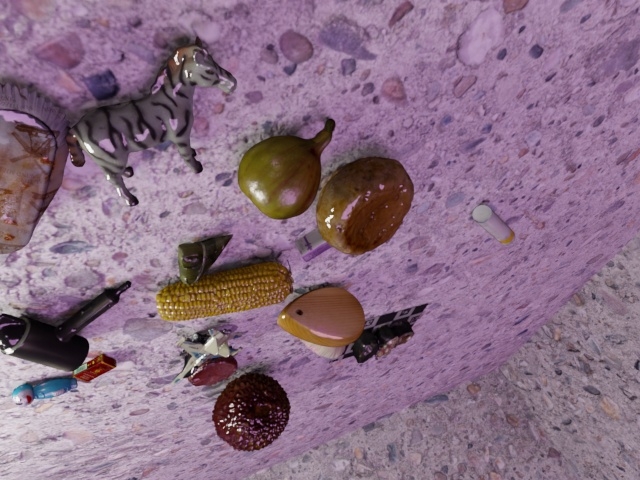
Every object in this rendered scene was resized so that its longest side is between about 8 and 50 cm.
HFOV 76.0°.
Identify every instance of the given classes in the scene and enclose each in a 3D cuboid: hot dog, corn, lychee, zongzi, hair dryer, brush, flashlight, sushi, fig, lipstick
[{"bbox_3d":[-0.436,-0.089,0.554,0.144,0.075,0.268,17,126,-41],"label":"hot dog"},{"bbox_3d":[-0.210,0.116,0.932,0.305,0.106,0.106,-9,140,-21],"label":"corn"},{"bbox_3d":[-0.243,0.571,1.367,0.271,0.271,0.271,-19,143,-15],"label":"lychee"},{"bbox_3d":[-0.241,0.041,0.868,0.119,0.055,0.109,-20,147,-31],"label":"zongzi"},{"bbox_3d":[-0.499,0.148,0.819,0.248,0.078,0.195,-39,144,-3],"label":"hair dryer"},{"bbox_3d":[-0.015,0.238,1.174,0.267,0.174,0.166,7,141,-29],"label":"brush"},{"bbox_3d":[-0.653,0.353,0.973,0.129,0.051,0.051,-8,140,-36],"label":"flashlight"},{"bbox_3d":[0.251,0.406,1.604,0.373,0.100,0.296,-8,139,-27],"label":"sushi"},{"bbox_3d":[-0.046,-0.120,0.722,0.186,0.142,0.148,-29,173,21],"label":"fig"},{"bbox_3d":[0.553,-0.045,1.297,0.059,0.059,0.264,-44,142,19],"label":"lipstick"}]

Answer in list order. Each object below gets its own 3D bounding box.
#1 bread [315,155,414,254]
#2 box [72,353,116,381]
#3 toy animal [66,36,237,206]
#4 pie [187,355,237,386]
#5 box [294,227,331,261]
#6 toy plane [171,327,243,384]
[{"bbox_3d":[0.089,-0.077,0.879,0.230,0.123,0.230,-25,139,-24],"label":"bread"},{"bbox_3d":[-0.554,0.314,1.007,0.082,0.023,0.051,-28,145,-2],"label":"box"},{"bbox_3d":[-0.230,-0.162,0.603,0.255,0.090,0.170,-38,148,1],"label":"toy animal"},{"bbox_3d":[-0.329,0.398,1.252,0.154,0.036,0.154,-18,143,-15],"label":"pie"},{"bbox_3d":[0.000,0.000,0.980,0.117,0.050,0.036,-30,147,4],"label":"box"},{"bbox_3d":[-0.331,0.311,1.115,0.262,0.088,0.192,-35,140,25],"label":"toy plane"}]
